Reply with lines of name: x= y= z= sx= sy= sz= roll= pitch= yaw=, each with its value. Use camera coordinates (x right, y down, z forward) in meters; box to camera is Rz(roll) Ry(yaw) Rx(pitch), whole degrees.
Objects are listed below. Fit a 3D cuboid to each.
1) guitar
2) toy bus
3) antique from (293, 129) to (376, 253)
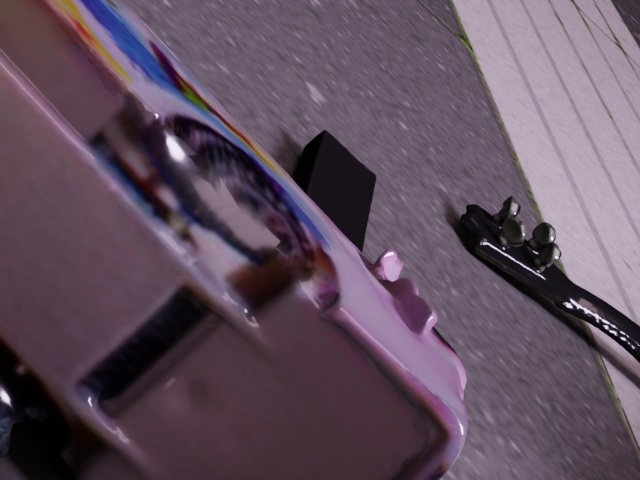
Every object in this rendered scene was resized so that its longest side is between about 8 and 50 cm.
guitar: x=0.167 y=0.058 z=0.900 sx=0.271 sy=0.038 sz=0.084 roll=39 pitch=17 yaw=-25
toy bus: x=-0.082 y=-0.039 z=0.436 sx=0.274 sy=0.090 sz=0.112 roll=47 pitch=11 yaw=-3
antique: x=0.000 y=0.000 z=0.666 sx=0.031 sy=0.015 sz=0.192 roll=43 pitch=17 yaw=-9
